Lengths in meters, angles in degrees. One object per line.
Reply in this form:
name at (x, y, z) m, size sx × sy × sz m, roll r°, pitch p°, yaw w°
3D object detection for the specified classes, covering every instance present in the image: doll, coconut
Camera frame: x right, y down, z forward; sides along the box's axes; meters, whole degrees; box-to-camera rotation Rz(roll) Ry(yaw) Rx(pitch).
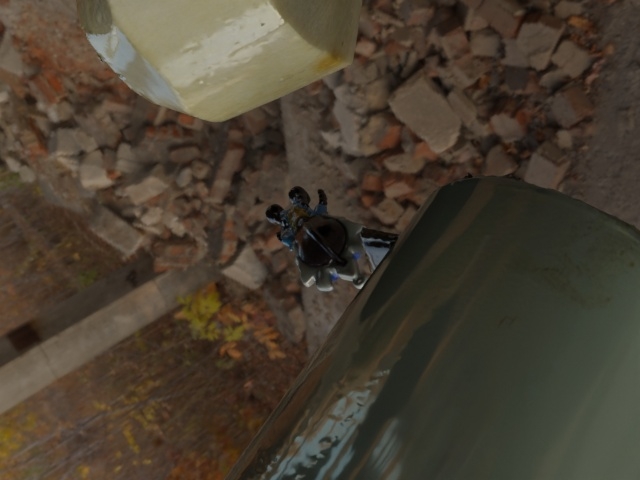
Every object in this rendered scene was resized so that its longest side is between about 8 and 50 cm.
doll at (0.000, 0.000, 0.858) m, size 0.070 × 0.096 × 0.195 m, roll 47°, pitch 180°, yaw -42°
coconut at (-0.094, -0.289, 0.785) m, size 0.323 × 0.323 × 0.323 m, roll 41°, pitch 150°, yaw 31°

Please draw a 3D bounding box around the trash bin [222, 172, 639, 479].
trash bin at (0.090, 0.124, 0.461) m, size 0.277 × 0.262 × 0.217 m, roll 24°, pitch 154°, yaw 32°
